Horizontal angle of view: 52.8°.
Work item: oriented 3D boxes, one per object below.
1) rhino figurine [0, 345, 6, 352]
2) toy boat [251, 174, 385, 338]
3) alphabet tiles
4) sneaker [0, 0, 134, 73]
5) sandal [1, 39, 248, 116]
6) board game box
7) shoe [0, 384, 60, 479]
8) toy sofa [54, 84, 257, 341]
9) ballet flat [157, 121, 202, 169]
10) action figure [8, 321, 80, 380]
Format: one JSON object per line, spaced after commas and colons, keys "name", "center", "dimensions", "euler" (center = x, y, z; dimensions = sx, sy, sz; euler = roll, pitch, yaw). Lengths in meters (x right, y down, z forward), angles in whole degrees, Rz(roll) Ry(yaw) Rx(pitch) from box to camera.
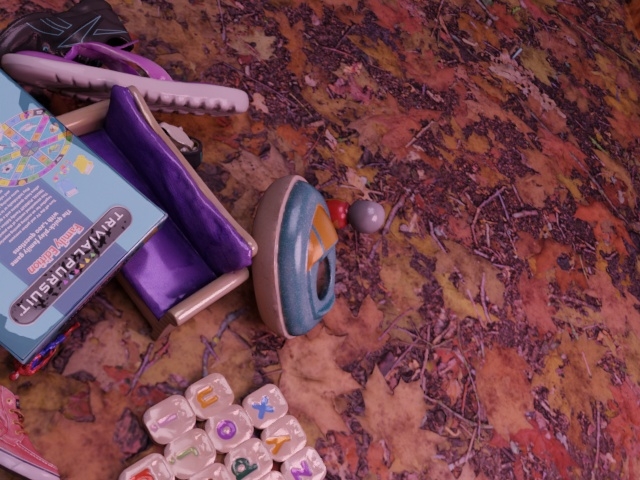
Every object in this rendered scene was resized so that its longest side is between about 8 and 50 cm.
{"name": "rhino figurine", "center": [-0.450, 0.107, 0.853], "dimensions": [0.243, 0.073, 0.106], "euler": [-30, 77, -39]}
{"name": "toy boat", "center": [0.000, 0.000, 1.085], "dimensions": [0.148, 0.267, 0.318], "euler": [6, 26, 21]}
{"name": "alphabet tiles", "center": [-0.133, 0.342, 0.937], "dimensions": [0.278, 0.021, 0.284], "euler": [-26, 79, -38]}
{"name": "sneaker", "center": [-0.435, -0.330, 1.091], "dimensions": [0.106, 0.101, 0.267], "euler": [48, 51, -1]}
{"name": "sandal", "center": [-0.315, -0.282, 1.089], "dimensions": [0.417, 0.169, 0.102], "euler": [2, 90, -41]}
{"name": "board game box", "center": [-0.410, -0.048, 0.818], "dimensions": [0.336, 0.079, 0.253], "euler": [43, 68, -7]}
{"name": "shoe", "center": [-0.395, 0.239, 0.815], "dimensions": [0.178, 0.063, 0.081], "euler": [31, 57, -6]}
{"name": "toy sofa", "center": [-0.274, -0.045, 0.975], "dimensions": [0.150, 0.177, 0.362], "euler": [-34, 85, -39]}
{"name": "ballet flat", "center": [-0.294, -0.189, 1.112], "dimensions": [0.203, 0.074, 0.074], "euler": [26, 54, -15]}
{"name": "action figure", "center": [-0.387, 0.149, 0.895], "dimensions": [0.038, 0.030, 0.115], "euler": [43, 53, -9]}
